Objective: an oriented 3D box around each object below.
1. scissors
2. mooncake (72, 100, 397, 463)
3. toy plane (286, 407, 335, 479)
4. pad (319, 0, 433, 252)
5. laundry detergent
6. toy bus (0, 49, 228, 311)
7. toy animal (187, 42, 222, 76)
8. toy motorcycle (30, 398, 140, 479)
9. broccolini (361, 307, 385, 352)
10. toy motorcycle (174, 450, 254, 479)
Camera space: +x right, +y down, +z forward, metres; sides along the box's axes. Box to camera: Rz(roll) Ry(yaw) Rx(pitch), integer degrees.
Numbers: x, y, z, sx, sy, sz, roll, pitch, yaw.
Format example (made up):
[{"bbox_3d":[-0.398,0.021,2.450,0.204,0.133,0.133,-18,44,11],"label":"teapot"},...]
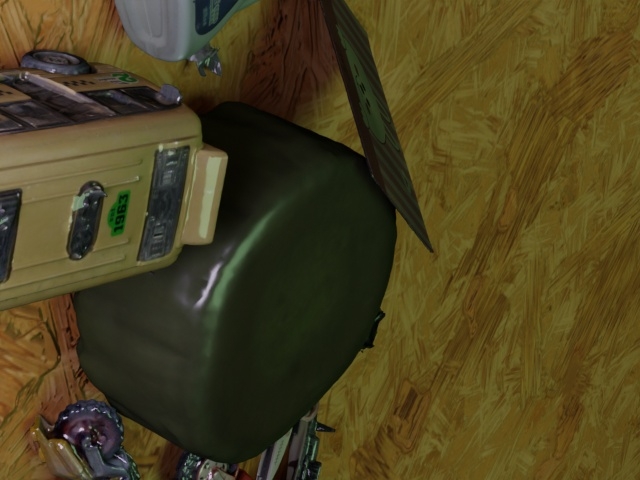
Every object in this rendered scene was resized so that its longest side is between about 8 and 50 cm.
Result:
[{"bbox_3d":[-0.047,0.222,2.051,0.085,0.022,0.176,44,41,-23],"label":"scissors"},{"bbox_3d":[-0.090,0.042,1.772,0.356,0.194,0.356,-38,142,-37],"label":"mooncake"},{"bbox_3d":[-0.023,0.299,2.174,0.160,0.082,0.234,50,65,-87],"label":"toy plane"},{"bbox_3d":[0.052,-0.150,1.838,0.005,0.300,0.202,-22,150,12],"label":"pad"},{"bbox_3d":[-0.079,-0.313,1.630,0.280,0.105,0.215,-44,143,-37],"label":"laundry detergent"},{"bbox_3d":[-0.255,-0.043,1.435,0.365,0.201,0.177,-17,123,-54],"label":"toy bus"},{"bbox_3d":[-0.117,-0.191,1.725,0.084,0.028,0.050,13,107,-61],"label":"toy animal"},{"bbox_3d":[-0.240,0.269,1.773,0.094,0.129,0.229,-95,170,-61],"label":"toy motorcycle"},{"bbox_3d":[-0.012,0.165,2.157,0.254,0.071,0.057,-45,-179,-21],"label":"broccolini"},{"bbox_3d":[-0.145,0.366,2.010,0.171,0.089,0.298,10,101,-58],"label":"toy motorcycle"}]
